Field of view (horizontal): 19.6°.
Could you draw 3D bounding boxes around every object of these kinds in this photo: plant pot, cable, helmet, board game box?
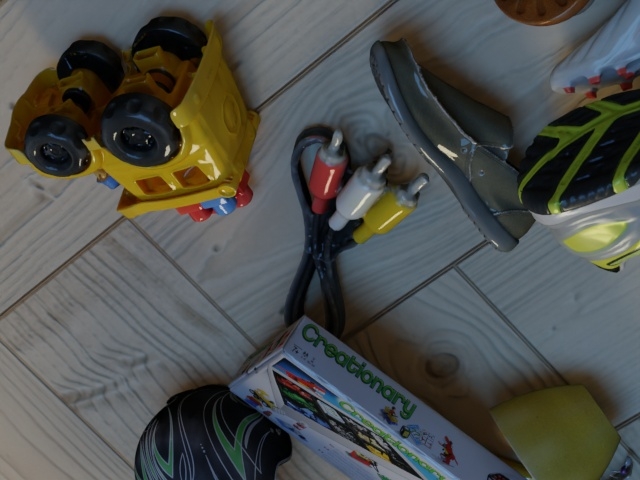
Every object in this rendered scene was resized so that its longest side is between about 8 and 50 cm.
[{"bbox_3d":[0.249,0.201,1.889,0.095,0.134,0.134,-36,107,4],"label":"plant pot"},{"bbox_3d":[0.000,0.000,1.867,0.139,0.072,0.287,30,125,5],"label":"cable"},{"bbox_3d":[-0.120,0.252,2.006,0.169,0.161,0.169,8,123,13],"label":"helmet"},{"bbox_3d":[0.062,0.206,1.933,0.305,0.053,0.193,37,155,-7],"label":"board game box"}]

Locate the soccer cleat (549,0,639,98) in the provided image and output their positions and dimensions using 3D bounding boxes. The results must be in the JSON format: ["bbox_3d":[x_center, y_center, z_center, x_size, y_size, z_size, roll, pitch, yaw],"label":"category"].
[{"bbox_3d":[0.286,-0.190,1.668,0.196,0.068,0.076,-27,68,39],"label":"soccer cleat"}]

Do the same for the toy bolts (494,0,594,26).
[{"bbox_3d":[0.244,-0.304,1.594,0.228,0.158,0.218,-9,78,33],"label":"toy bolts"}]

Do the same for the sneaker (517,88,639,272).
[{"bbox_3d":[0.371,-0.083,1.630,0.384,0.145,0.147,-17,136,28],"label":"sneaker"}]

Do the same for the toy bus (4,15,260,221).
[{"bbox_3d":[-0.168,-0.093,1.836,0.220,0.149,0.211,-11,133,26],"label":"toy bus"}]

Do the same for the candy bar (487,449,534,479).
[{"bbox_3d":[0.173,0.241,1.993,0.161,0.018,0.040,23,125,2],"label":"candy bar"}]

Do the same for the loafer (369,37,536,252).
[{"bbox_3d":[0.136,-0.104,1.760,0.087,0.094,0.251,-36,116,7],"label":"loafer"}]

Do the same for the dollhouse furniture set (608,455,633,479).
[{"bbox_3d":[0.304,0.282,1.920,0.091,0.114,0.081,43,119,-7],"label":"dollhouse furniture set"}]
